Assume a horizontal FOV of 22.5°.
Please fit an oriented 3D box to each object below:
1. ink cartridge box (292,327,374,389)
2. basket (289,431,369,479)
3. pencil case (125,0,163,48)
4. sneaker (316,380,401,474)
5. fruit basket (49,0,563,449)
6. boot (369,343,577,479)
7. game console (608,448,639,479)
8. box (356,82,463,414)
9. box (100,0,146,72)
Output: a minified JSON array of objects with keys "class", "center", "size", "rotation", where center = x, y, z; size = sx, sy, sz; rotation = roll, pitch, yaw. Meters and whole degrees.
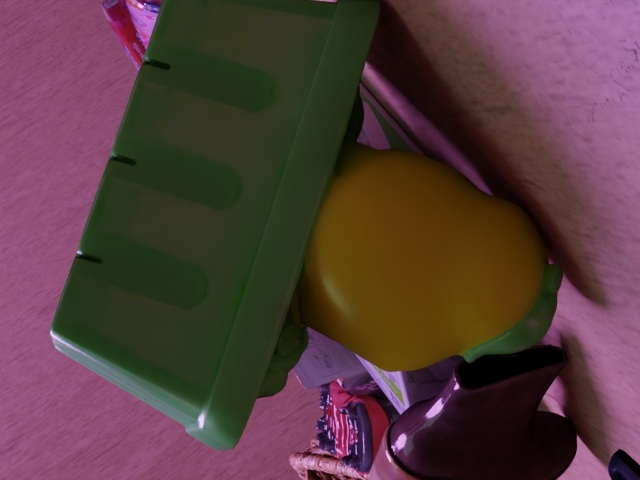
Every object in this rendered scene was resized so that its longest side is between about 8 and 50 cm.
[{"class":"ink cartridge box","center":[-0.022,0.091,1.857],"size":[0.189,0.066,0.232],"rotation":[54,-147,14]},{"class":"basket","center":[0.143,0.352,2.070],"size":[0.299,0.223,0.213],"rotation":[50,-176,-29]},{"class":"pencil case","center":[-0.162,-0.278,1.898],"size":[0.124,0.124,0.284],"rotation":[56,173,8]},{"class":"sneaker","center":[0.071,0.216,1.932],"size":[0.276,0.135,0.098],"rotation":[-167,74,-77]},{"class":"fruit basket","center":[0.000,0.000,1.296],"size":[0.392,0.392,0.283],"rotation":[56,169,2]},{"class":"boot","center":[0.180,0.166,1.486],"size":[0.207,0.248,0.090],"rotation":[-55,50,46]},{"class":"game console","center":[0.324,0.261,1.222],"size":[0.213,0.044,0.361],"rotation":[62,172,-30]},{"class":"box","center":[0.054,0.009,1.534],"size":[0.262,0.126,0.231],"rotation":[52,166,38]},{"class":"box","center":[-0.184,-0.243,2.217],"size":[0.257,0.122,0.128],"rotation":[55,174,33]}]
